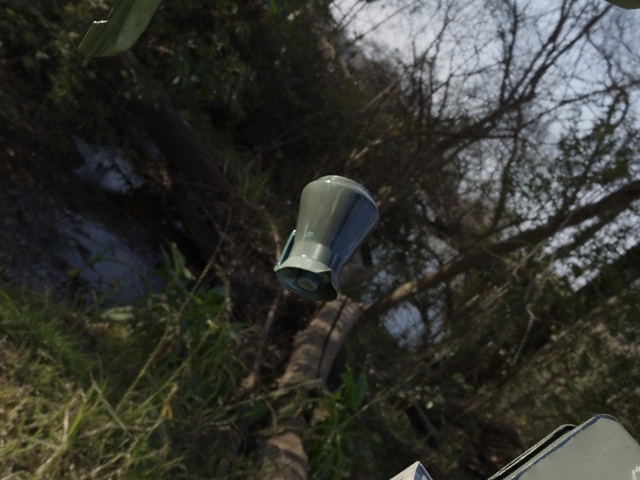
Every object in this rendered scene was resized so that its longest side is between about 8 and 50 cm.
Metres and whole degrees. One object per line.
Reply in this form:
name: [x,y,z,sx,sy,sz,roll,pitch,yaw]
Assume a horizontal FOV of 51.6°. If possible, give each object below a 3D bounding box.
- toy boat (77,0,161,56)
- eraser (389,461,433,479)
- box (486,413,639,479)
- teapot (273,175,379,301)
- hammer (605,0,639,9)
toy boat: [-0.280,-0.398,1.026,0.055,0.293,0.093,41,25,6]
eraser: [-0.030,0.403,0.736,0.096,0.404,0.098,54,10,8]
box: [0.320,0.339,0.855,0.163,0.243,0.135,54,-19,26]
teapot: [0.000,0.000,1.345,0.171,0.203,0.225,42,58,-30]
hammer: [0.262,-0.334,0.462,0.201,0.305,0.113,21,30,-25]
